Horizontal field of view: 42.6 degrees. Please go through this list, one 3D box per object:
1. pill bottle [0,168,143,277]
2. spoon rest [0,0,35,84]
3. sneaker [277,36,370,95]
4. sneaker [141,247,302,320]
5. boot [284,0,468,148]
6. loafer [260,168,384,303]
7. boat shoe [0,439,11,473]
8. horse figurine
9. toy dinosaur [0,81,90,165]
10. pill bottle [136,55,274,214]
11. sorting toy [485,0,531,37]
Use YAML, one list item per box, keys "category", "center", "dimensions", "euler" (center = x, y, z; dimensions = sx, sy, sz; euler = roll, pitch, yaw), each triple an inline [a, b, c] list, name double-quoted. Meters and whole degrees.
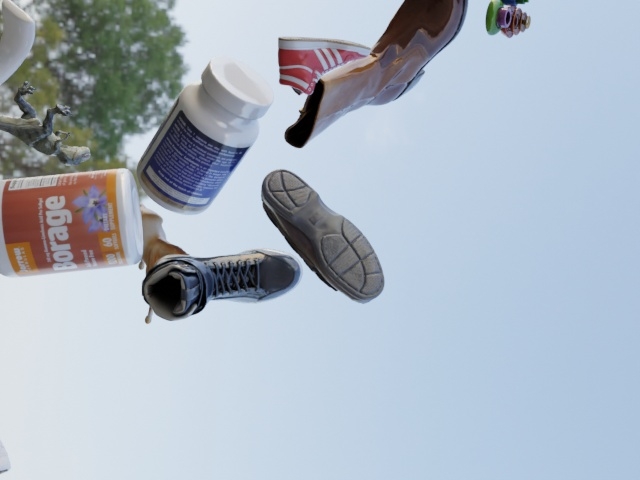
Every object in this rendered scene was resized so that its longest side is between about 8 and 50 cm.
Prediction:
- category: "pill bottle"
  center: [-0.332, -0.018, 0.998]
  dimensions: [0.121, 0.216, 0.121]
  euler: [173, -90, -84]
- category: "spoon rest"
  center: [-0.447, -0.176, 0.922]
  dimensions: [0.137, 0.276, 0.084]
  euler: [40, -33, 19]
- category: "sneaker"
  center: [0.003, -0.205, 0.975]
  dimensions: [0.042, 0.118, 0.067]
  euler: [-143, -126, -60]
- category: "sneaker"
  center: [-0.139, 0.061, 1.155]
  dimensions: [0.163, 0.226, 0.086]
  euler: [-90, 177, -84]
- category: "boot"
  center: [0.077, -0.279, 1.214]
  dimensions: [0.096, 0.280, 0.264]
  euler: [51, -41, 9]
- category: "loafer"
  center: [0.000, 0.000, 1.507]
  dimensions: [0.302, 0.109, 0.095]
  euler: [49, -30, 12]
- category: "boat shoe"
  center: [-0.575, 0.365, 1.172]
  dimensions: [0.096, 0.277, 0.098]
  euler: [55, -39, 9]
- category: "horse figurine"
  center: [-0.307, 0.018, 1.475]
  dimensions: [0.263, 0.066, 0.175]
  euler: [59, -41, 37]
- category: "toy dinosaur"
  center: [-0.553, -0.229, 1.579]
  dimensions: [0.118, 0.268, 0.064]
  euler: [-52, -148, 22]
- category: "pill bottle"
  center: [-0.200, -0.181, 1.429]
  dimensions: [0.265, 0.153, 0.153]
  euler: [-50, -134, 33]
- category: "sorting toy"
  center: [0.272, -0.319, 1.164]
  dimensions: [0.042, 0.102, 0.061]
  euler: [13, -74, 31]
